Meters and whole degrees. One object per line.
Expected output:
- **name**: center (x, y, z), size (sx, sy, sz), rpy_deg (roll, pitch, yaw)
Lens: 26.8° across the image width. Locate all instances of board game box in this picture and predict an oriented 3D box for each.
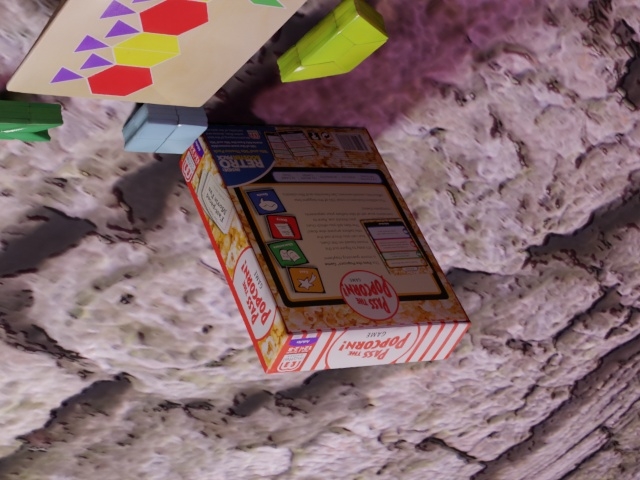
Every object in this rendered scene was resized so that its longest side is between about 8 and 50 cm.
- **board game box**: center (0.000, 0.000, 0.943), size (0.146, 0.193, 0.045), rpy_deg (-1, 138, -30)

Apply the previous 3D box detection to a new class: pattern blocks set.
- **pattern blocks set**: center (-0.088, -0.133, 0.778), size (0.285, 0.026, 0.325), rpy_deg (6, 154, -40)
